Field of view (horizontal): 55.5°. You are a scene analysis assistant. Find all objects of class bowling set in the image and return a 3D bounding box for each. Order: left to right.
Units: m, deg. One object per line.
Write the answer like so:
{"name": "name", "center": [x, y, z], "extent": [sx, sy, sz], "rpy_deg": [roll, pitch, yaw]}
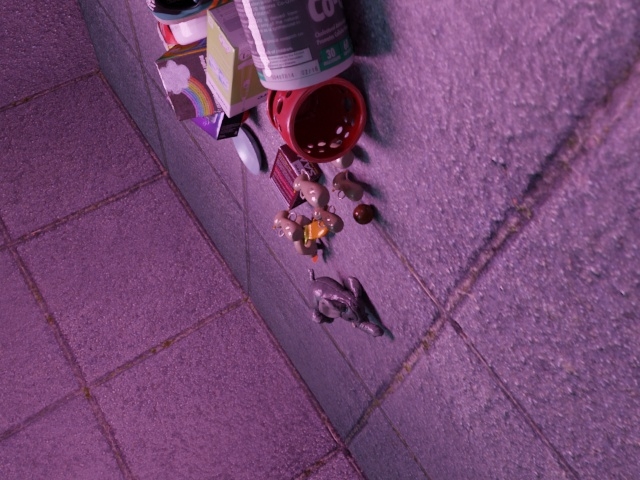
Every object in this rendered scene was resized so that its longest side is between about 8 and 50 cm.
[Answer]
{"name": "bowling set", "center": [0.024, -0.100, 1.548], "extent": [0.200, 0.287, 0.154], "rpy_deg": [33, -173, -34]}

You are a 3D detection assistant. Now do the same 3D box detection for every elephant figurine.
{"name": "elephant figurine", "center": [0.076, 0.195, 1.912], "extent": [0.239, 0.186, 0.169], "rpy_deg": [1, 76, 57]}

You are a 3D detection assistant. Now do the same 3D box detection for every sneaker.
{"name": "sneaker", "center": [-0.484, -0.680, 2.127], "extent": [0.279, 0.107, 0.118], "rpy_deg": [59, 152, -2]}
{"name": "sneaker", "center": [-0.229, -0.552, 1.310], "extent": [0.121, 0.302, 0.108], "rpy_deg": [-125, 11, -80]}

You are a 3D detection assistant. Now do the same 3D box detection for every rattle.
{"name": "rattle", "center": [0.000, 0.000, 1.966], "extent": [0.130, 0.143, 0.199], "rpy_deg": [-93, -21, -44]}

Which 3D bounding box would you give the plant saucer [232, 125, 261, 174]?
{"name": "plant saucer", "center": [-0.250, -0.325, 2.128], "extent": [0.195, 0.037, 0.195], "rpy_deg": [51, 160, 27]}

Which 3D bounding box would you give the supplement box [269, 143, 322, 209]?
{"name": "supplement box", "center": [-0.079, -0.194, 1.820], "extent": [0.130, 0.073, 0.239], "rpy_deg": [58, 162, 7]}

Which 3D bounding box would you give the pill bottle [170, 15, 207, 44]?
{"name": "pill bottle", "center": [-0.312, -0.697, 1.440], "extent": [0.229, 0.229, 0.407], "rpy_deg": [23, 137, 61]}

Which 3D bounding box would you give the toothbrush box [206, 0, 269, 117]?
{"name": "toothbrush box", "center": [-0.151, -0.444, 1.436], "extent": [0.122, 0.206, 0.283], "rpy_deg": [56, 161, 12]}

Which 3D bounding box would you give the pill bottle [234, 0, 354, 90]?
{"name": "pill bottle", "center": [-0.071, -0.491, 1.163], "extent": [0.204, 0.204, 0.361], "rpy_deg": [34, 149, 53]}

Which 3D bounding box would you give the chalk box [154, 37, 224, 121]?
{"name": "chalk box", "center": [-0.269, -0.463, 1.677], "extent": [0.179, 0.289, 0.180], "rpy_deg": [-77, -24, -57]}

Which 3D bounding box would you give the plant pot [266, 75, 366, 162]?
{"name": "plant pot", "center": [-0.021, -0.288, 1.353], "extent": [0.174, 0.191, 0.191], "rpy_deg": [43, 154, 48]}

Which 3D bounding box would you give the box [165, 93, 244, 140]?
{"name": "box", "center": [-0.359, -0.467, 1.928], "extent": [0.261, 0.103, 0.184], "rpy_deg": [39, 124, 22]}

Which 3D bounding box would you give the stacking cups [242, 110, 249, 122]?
{"name": "stacking cups", "center": [-0.340, -0.525, 2.018], "extent": [0.316, 0.096, 0.096], "rpy_deg": [51, 159, 14]}
